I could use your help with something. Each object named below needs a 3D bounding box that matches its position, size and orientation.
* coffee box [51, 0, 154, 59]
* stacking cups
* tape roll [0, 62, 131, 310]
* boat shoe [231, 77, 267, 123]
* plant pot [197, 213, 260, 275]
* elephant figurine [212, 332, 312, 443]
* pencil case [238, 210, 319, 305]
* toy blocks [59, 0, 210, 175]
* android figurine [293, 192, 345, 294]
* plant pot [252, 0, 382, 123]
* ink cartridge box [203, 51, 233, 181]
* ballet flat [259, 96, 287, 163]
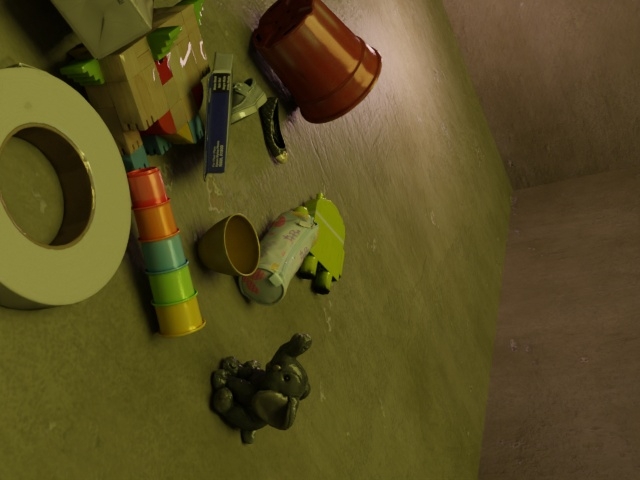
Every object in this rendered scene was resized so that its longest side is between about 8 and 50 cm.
[{"bbox_3d":[-0.387,-0.470,1.428,0.168,0.119,0.297,57,13,-35],"label":"coffee box"},{"bbox_3d":[-0.295,0.019,1.517,0.096,0.096,0.316,-33,114,-61],"label":"stacking cups"},{"bbox_3d":[-0.459,-0.083,1.296,0.392,0.072,0.391,33,51,-54],"label":"tape roll"},{"bbox_3d":[-0.190,-0.333,1.907,0.081,0.079,0.227,60,20,-16],"label":"boat shoe"},{"bbox_3d":[-0.204,0.017,1.723,0.134,0.095,0.134,32,53,-54],"label":"plant pot"},{"bbox_3d":[-0.092,0.309,1.668,0.186,0.240,0.169,43,43,-49],"label":"elephant figurine"},{"bbox_3d":[-0.093,0.038,1.903,0.113,0.124,0.273,66,30,-24],"label":"pencil case"},{"bbox_3d":[-0.318,-0.284,1.570,0.381,0.191,0.260,-60,144,-51],"label":"toy blocks"},{"bbox_3d":[0.000,0.000,2.171,0.248,0.056,0.272,46,42,-47],"label":"android figurine"},{"bbox_3d":[-0.022,-0.496,2.122,0.265,0.273,0.272,43,43,-38],"label":"plant pot"},{"bbox_3d":[-0.212,-0.261,1.692,0.224,0.045,0.223,-95,-170,-63],"label":"ink cartridge box"},{"bbox_3d":[-0.114,-0.280,2.064,0.057,0.049,0.173,-29,106,-61],"label":"ballet flat"}]
